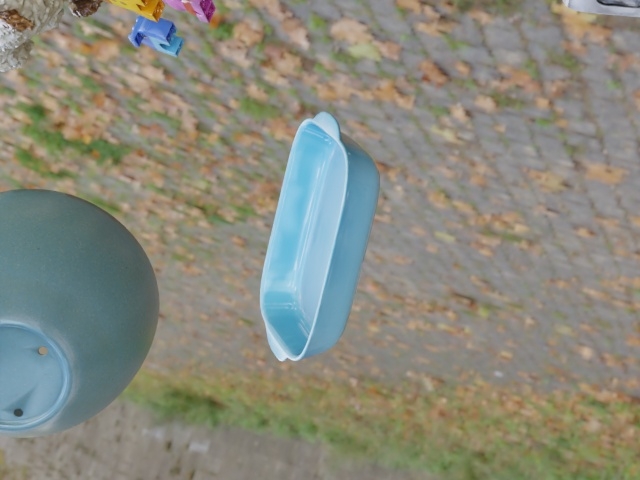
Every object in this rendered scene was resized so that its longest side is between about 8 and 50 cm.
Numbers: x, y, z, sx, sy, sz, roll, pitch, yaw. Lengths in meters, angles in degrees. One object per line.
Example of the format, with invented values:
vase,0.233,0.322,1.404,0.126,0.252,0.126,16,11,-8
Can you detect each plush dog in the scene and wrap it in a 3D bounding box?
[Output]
plush dog,-0.420,-0.389,1.623,0.211,0.225,0.262,17,147,41

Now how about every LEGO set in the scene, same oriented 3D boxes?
LEGO set,-0.184,-0.250,1.084,0.093,0.087,0.227,21,170,12

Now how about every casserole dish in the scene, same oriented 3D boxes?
casserole dish,0.000,0.000,0.821,0.037,0.188,0.114,6,-161,-23

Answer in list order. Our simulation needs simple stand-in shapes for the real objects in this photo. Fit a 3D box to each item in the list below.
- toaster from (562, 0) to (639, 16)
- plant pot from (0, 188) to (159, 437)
toaster,0.299,-0.287,0.973,0.186,0.110,0.168,8,136,12
plant pot,-0.334,0.108,1.271,0.290,0.290,0.195,22,-163,-12
